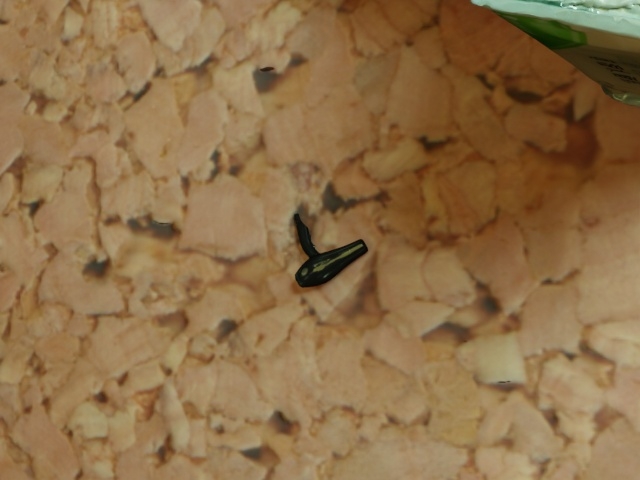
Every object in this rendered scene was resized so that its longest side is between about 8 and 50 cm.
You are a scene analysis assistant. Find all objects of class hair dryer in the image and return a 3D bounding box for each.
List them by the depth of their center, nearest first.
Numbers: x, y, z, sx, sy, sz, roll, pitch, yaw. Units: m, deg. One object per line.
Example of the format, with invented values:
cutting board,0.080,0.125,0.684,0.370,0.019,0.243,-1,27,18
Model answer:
hair dryer,0.000,0.000,1.178,0.079,0.031,0.083,-31,66,12

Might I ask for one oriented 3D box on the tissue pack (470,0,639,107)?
tissue pack,0.285,-0.268,0.828,0.205,0.405,0.331,18,96,24
